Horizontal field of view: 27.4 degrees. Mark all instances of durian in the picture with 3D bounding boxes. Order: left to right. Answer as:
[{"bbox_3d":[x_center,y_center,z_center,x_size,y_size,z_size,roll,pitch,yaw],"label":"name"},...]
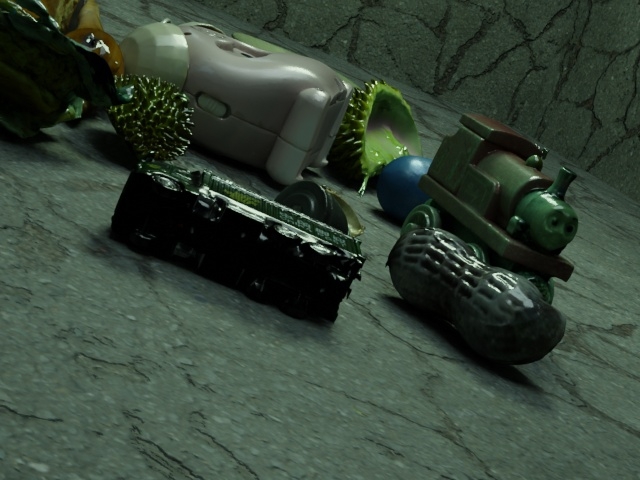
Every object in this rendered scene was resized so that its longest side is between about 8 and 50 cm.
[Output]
[{"bbox_3d":[-0.216,-0.168,1.706,0.137,0.095,0.221,60,1,-8],"label":"durian"},{"bbox_3d":[0.012,-0.040,1.765,0.130,0.052,0.066,12,20,-45],"label":"durian"},{"bbox_3d":[0.103,-0.175,2.263,0.169,0.157,0.355,45,18,13],"label":"durian"}]

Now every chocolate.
[{"bbox_3d":[0.176,0.066,1.532,0.110,0.110,0.248,11,15,-46],"label":"chocolate"}]

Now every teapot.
[{"bbox_3d":[-0.007,0.001,1.550,0.092,0.124,0.090,-15,-33,34],"label":"teapot"}]

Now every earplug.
[{"bbox_3d":[0.213,-0.061,2.072,0.272,0.132,0.132,15,16,-25],"label":"earplug"}]

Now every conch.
[{"bbox_3d":[-0.320,-0.262,1.810,0.109,0.093,0.330,9,41,-10],"label":"conch"}]

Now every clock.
[{"bbox_3d":[-0.135,-0.224,1.997,0.325,0.184,0.342,21,7,6],"label":"clock"}]

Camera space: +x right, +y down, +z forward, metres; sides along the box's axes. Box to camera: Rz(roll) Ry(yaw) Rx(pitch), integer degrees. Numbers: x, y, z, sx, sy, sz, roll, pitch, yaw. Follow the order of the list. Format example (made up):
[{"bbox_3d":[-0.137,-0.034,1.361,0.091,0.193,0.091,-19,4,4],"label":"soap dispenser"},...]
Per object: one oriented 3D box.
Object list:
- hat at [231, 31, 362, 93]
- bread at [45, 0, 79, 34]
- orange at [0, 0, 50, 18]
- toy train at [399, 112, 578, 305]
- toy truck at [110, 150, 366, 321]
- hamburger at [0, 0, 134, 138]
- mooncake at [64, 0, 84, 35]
[{"bbox_3d":[-0.063,-0.260,2.330,0.257,0.130,0.257,23,13,-6],"label":"hat"},{"bbox_3d":[-0.488,-0.364,1.861,0.274,0.185,0.114,24,7,-1],"label":"bread"},{"bbox_3d":[-0.431,-0.285,1.726,0.136,0.159,0.159,-34,50,-30],"label":"orange"},{"bbox_3d":[0.233,-0.025,1.730,0.150,0.222,0.304,20,14,-29],"label":"toy train"},{"bbox_3d":[-0.085,-0.004,1.368,0.259,0.088,0.121,24,14,-8],"label":"toy truck"},{"bbox_3d":[-0.379,-0.199,1.542,0.276,0.151,0.260,16,-14,41],"label":"hamburger"},{"bbox_3d":[-0.494,-0.390,2.081,0.244,0.133,0.245,19,19,-7],"label":"mooncake"}]
